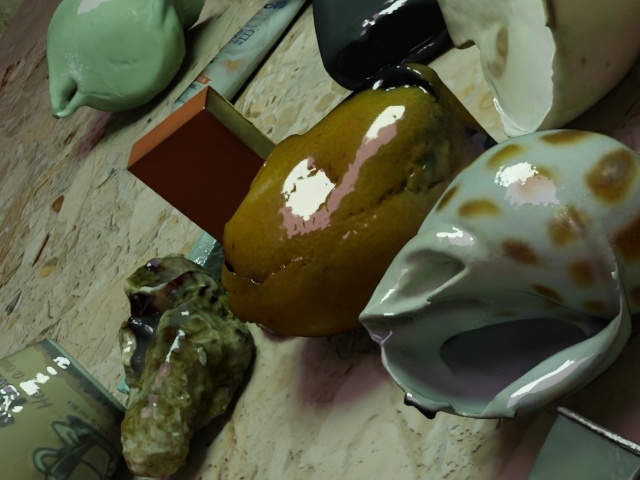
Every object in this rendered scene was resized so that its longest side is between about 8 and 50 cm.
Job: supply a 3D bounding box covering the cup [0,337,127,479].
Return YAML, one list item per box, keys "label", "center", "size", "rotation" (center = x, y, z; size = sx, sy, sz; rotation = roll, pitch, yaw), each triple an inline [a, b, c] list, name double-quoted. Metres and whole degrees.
- label: "cup"
  center: [-0.337, 0.250, 1.085]
  size: [0.257, 0.227, 0.301]
  rotation: [-44, 1, -16]

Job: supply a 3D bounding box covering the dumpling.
- label: "dumpling"
  center: [-0.344, -0.330, 1.728]
  size: [0.321, 0.270, 0.211]
  rotation: [-8, 69, 18]

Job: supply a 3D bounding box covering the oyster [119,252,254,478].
- label: "oyster"
  center: [-0.167, 0.104, 1.057]
  size: [0.166, 0.094, 0.294]
  rotation: [-33, 44, 2]

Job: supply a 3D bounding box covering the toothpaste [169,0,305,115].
- label: "toothpaste"
  center: [-0.130, -0.268, 1.493]
  size: [0.323, 0.066, 0.100]
  rotation: [-53, 33, -15]

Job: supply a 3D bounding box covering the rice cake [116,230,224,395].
- label: "rice cake"
  center: [-0.164, 0.078, 1.165]
  size: [0.045, 0.042, 0.245]
  rotation: [0, 55, 45]

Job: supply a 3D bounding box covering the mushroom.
- label: "mushroom"
  center: [0.228, -0.190, 0.884]
  size: [0.173, 0.162, 0.236]
  rotation: [-17, 18, -11]

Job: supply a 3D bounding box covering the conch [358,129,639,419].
- label: "conch"
  center: [0.168, 0.013, 0.696]
  size: [0.275, 0.149, 0.182]
  rotation: [-27, 79, 23]

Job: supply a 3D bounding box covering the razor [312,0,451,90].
- label: "razor"
  center: [0.082, -0.341, 1.235]
  size: [0.204, 0.113, 0.349]
  rotation: [-30, 35, 26]

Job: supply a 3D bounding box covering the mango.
- label: "mango"
  center: [0.035, -0.019, 0.888]
  size: [0.287, 0.153, 0.201]
  rotation: [-32, 45, 23]

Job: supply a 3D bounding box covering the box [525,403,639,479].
- label: "box"
  center: [0.178, 0.152, 0.615]
  size: [0.063, 0.060, 0.085]
  rotation: [-59, 32, -5]

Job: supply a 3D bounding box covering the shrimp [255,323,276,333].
- label: "shrimp"
  center: [0.000, 0.000, 1.030]
  size: [0.126, 0.047, 0.223]
  rotation: [26, 84, 51]

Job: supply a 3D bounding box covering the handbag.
- label: "handbag"
  center: [-0.102, -0.069, 1.099]
  size: [0.127, 0.190, 0.062]
  rotation: [-34, 32, 27]
